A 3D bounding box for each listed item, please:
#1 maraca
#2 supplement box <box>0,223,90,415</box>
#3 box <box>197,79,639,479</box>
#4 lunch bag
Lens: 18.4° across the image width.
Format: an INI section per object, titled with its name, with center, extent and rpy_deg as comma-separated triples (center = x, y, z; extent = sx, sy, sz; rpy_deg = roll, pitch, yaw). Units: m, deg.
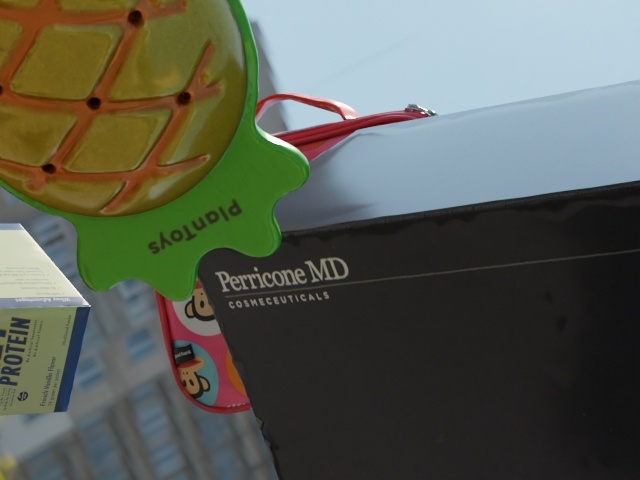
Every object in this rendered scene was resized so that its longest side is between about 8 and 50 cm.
[maraca]
center = -0.081, -0.056, 0.784
extent = 0.186, 0.127, 0.099
rpy_deg = 59, 10, -27
[supplement box]
center = -0.161, 0.035, 0.887
extent = 0.083, 0.083, 0.056
rpy_deg = 43, -55, 48
[box]
center = 0.152, 0.090, 1.044
extent = 0.343, 0.179, 0.312
rpy_deg = -7, -69, 39
[lunch bag]
center = 0.000, 0.000, 1.667
extent = 0.120, 0.293, 0.258
rpy_deg = -9, 87, -72
